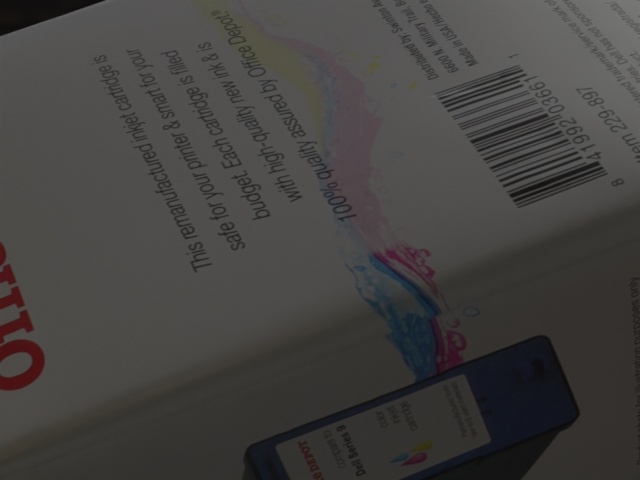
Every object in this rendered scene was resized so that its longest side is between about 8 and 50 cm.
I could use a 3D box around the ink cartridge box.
[{"bbox_3d":[0.000,0.000,0.464,0.154,0.212,0.093,-121,-164,-47],"label":"ink cartridge box"}]
